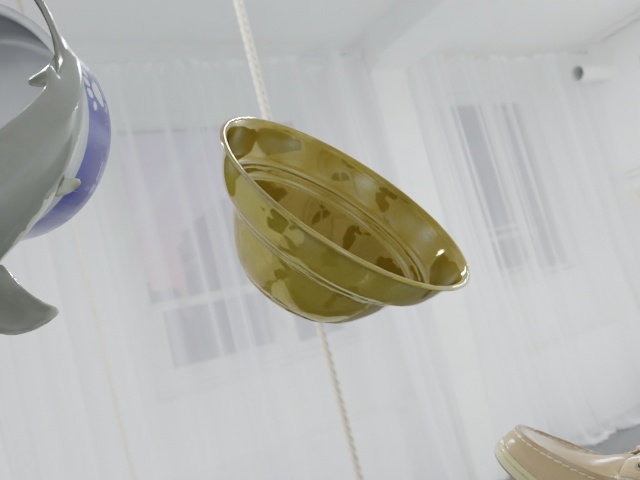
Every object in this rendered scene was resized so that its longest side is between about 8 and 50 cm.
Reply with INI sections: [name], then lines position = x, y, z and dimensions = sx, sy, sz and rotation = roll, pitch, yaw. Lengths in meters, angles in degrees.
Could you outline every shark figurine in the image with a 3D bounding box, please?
[shark figurine]
position = -0.202, -0.058, 0.384
dimensions = 0.166, 0.278, 0.116
rotation = 10, -29, 26

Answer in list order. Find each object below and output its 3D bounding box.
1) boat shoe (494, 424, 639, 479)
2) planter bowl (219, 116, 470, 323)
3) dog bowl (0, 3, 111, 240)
[boat shoe]
position = 0.354, 0.258, 0.675
dimensions = 0.341, 0.110, 0.122
rotation = 20, 9, 21
[planter bowl]
position = 0.000, 0.000, 0.515
dimensions = 0.217, 0.217, 0.090
rotation = -3, -49, -57
[dog bowl]
position = -0.382, -0.128, 0.752
dimensions = 0.265, 0.265, 0.104
rotation = -14, -2, 3
